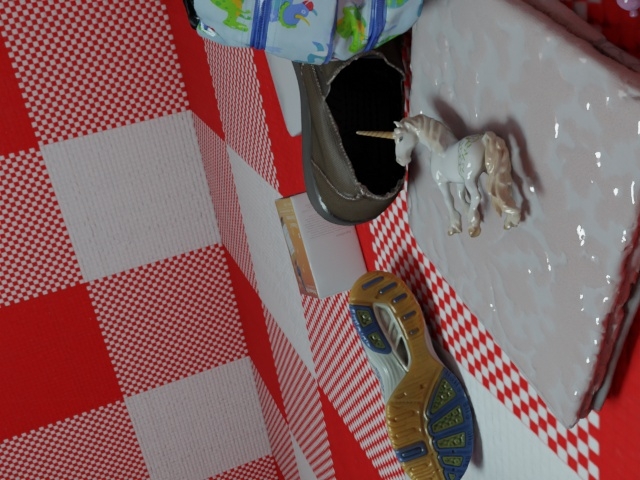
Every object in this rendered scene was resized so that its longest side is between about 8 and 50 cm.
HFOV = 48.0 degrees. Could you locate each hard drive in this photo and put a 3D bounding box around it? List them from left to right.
[{"bbox_3d":[-0.021,-0.277,1.058,0.307,0.040,0.203,177,77,-75],"label":"hard drive"}]

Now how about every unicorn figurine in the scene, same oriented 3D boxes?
[{"bbox_3d":[0.113,-0.060,0.611,0.162,0.060,0.111,-7,101,58],"label":"unicorn figurine"}]

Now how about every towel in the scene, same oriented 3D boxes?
[{"bbox_3d":[0.165,-0.053,0.624,0.317,0.053,0.332,-123,22,-44],"label":"towel"}]

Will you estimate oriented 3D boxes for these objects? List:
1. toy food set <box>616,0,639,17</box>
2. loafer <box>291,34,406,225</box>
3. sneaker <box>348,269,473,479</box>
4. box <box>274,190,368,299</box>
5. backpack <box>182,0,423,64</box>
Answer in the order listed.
[{"bbox_3d":[0.208,-0.160,0.426,0.122,0.019,0.078,54,157,31],"label":"toy food set"},{"bbox_3d":[0.041,-0.198,0.747,0.130,0.133,0.366,-173,71,-68],"label":"loafer"},{"bbox_3d":[0.125,0.181,0.973,0.131,0.111,0.297,49,-156,-85],"label":"sneaker"},{"bbox_3d":[0.000,0.000,1.187,0.130,0.091,0.171,178,76,-74],"label":"box"},{"bbox_3d":[-0.011,-0.321,0.558,0.290,0.273,0.356,-153,84,-76],"label":"backpack"}]
